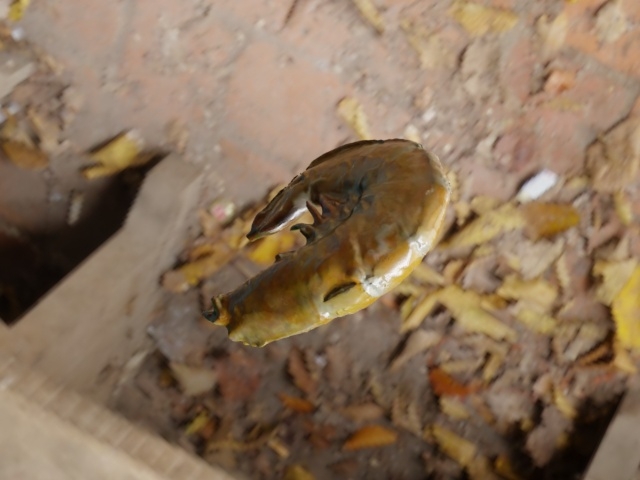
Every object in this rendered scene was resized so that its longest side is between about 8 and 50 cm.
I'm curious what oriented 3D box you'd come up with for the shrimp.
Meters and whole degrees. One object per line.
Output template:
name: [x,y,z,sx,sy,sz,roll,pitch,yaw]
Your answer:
shrimp: [0.002,0.003,0.999,0.187,0.132,0.052,-28,123,21]
